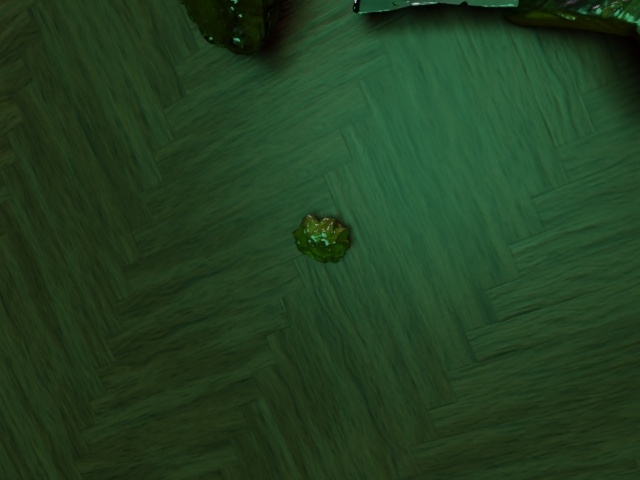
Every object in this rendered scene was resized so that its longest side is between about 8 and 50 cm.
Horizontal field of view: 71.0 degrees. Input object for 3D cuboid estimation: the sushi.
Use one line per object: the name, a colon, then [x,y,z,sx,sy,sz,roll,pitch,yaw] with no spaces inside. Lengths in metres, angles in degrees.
sushi: [-0.135,-0.388,0.583,0.166,0.179,0.297,-36,93,0]

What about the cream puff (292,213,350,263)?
cream puff: [0.000,0.000,0.659,0.083,0.058,0.083,46,109,1]

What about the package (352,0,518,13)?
package: [0.143,-0.403,0.557,0.203,0.062,0.251,3,88,13]

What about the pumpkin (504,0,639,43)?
pumpkin: [0.403,-0.307,0.487,0.258,0.095,0.290,43,98,15]
